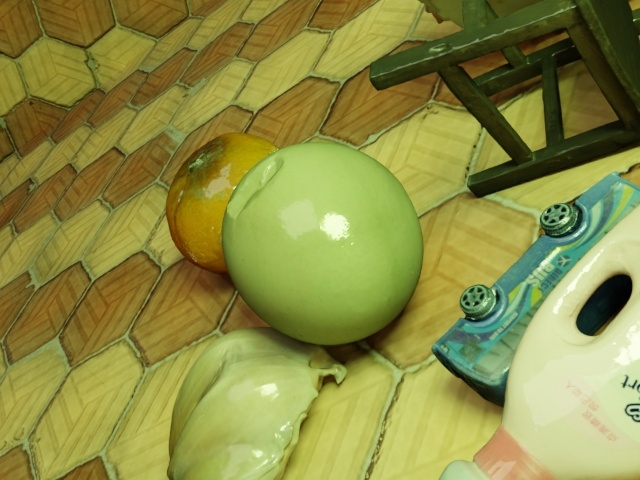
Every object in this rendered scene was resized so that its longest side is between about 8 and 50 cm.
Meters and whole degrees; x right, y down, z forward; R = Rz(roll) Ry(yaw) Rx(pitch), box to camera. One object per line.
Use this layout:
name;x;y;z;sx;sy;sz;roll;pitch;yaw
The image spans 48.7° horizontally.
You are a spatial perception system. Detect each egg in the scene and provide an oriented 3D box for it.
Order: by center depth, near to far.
egg;0.000;0.000;0.788;0.219;0.219;0.269;-47;36;-5

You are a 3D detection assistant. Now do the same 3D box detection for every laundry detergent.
laundry detergent;0.226;0.100;0.540;0.335;0.088;0.159;-44;59;0

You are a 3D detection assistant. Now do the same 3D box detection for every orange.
orange;-0.131;-0.056;1.034;0.224;0.170;0.224;-27;35;21

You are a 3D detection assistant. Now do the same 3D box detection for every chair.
chair;0.289;-0.230;0.701;0.415;0.240;0.203;-18;47;34

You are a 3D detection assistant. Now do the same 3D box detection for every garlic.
garlic;-0.091;0.183;0.789;0.228;0.110;0.217;-45;30;-1

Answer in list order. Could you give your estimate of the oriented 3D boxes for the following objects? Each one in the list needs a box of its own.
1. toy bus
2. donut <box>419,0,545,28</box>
toy bus;0.212;0.046;0.639;0.236;0.079;0.094;-45;35;-2
donut;0.264;-0.396;0.818;0.382;0.382;0.143;-20;64;31
